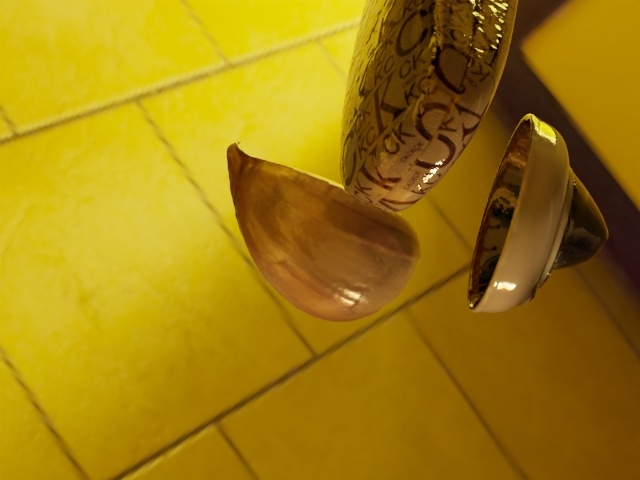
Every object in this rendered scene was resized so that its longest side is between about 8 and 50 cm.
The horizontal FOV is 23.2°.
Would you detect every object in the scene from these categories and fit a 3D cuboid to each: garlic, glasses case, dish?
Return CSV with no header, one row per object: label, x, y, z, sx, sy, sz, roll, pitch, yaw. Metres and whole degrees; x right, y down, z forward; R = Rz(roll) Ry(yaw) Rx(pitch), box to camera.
garlic,0.006,-0.006,1.399,0.206,0.115,0.128,35,59,-23
glasses case,0.081,-0.161,1.096,0.085,0.137,0.355,26,41,-12
dish,0.158,-0.008,1.071,0.078,0.141,0.141,17,44,-3
